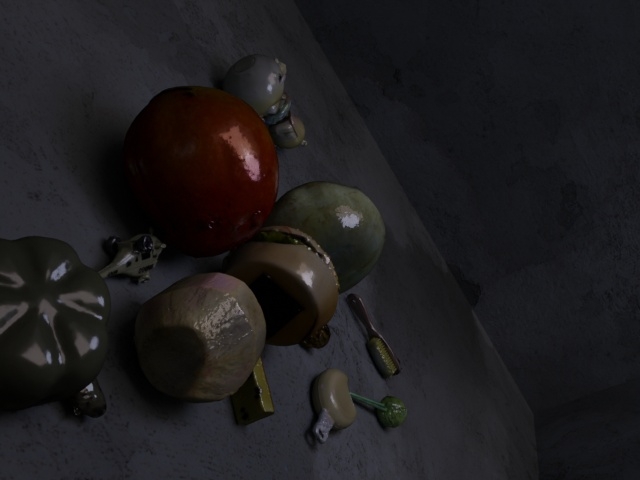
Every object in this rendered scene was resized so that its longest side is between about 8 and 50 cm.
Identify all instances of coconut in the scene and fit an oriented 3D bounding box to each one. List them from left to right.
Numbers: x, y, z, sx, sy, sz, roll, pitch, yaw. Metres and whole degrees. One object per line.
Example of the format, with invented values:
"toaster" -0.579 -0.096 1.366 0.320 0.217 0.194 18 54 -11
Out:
"coconut" -0.229 0.185 1.387 0.259 0.259 0.259 48 27 -33

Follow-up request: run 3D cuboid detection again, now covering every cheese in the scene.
"cheese" 0.019 0.430 1.875 0.248 0.070 0.164 -2 67 -65

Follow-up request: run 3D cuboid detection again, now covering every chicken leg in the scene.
"chicken leg" -0.048 0.189 1.999 0.107 0.087 0.252 58 7 -66

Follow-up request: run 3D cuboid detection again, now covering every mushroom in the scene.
"mushroom" 0.000 0.000 1.893 0.352 0.352 0.260 43 6 -41

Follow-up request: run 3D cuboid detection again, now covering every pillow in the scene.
"pillow" -0.433 0.191 1.164 0.241 0.051 0.093 65 26 1

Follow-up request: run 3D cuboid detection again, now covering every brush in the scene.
"brush" 0.168 0.317 2.346 0.067 0.072 0.313 -30 93 -54

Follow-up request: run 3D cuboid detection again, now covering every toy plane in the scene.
"toy plane" -0.389 0.048 1.393 0.286 0.091 0.108 -36 123 -70

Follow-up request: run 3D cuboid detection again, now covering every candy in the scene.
"candy" 0.145 0.480 2.114 0.335 0.092 0.093 33 73 -40

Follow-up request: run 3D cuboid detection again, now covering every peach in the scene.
"peach" -0.261 -0.147 1.563 0.370 0.370 0.370 48 27 -33

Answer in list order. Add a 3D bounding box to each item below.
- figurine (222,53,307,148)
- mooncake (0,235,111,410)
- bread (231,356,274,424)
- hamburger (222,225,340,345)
"figurine" -0.146 -0.450 2.318 0.394 0.226 0.275 54 49 -46
"mooncake" -0.440 0.116 1.064 0.274 0.135 0.275 26 45 -30
"bread" -0.170 0.291 1.590 0.049 0.088 0.226 19 47 -56
"hamburger" -0.095 0.109 1.700 0.302 0.302 0.170 56 34 -17
